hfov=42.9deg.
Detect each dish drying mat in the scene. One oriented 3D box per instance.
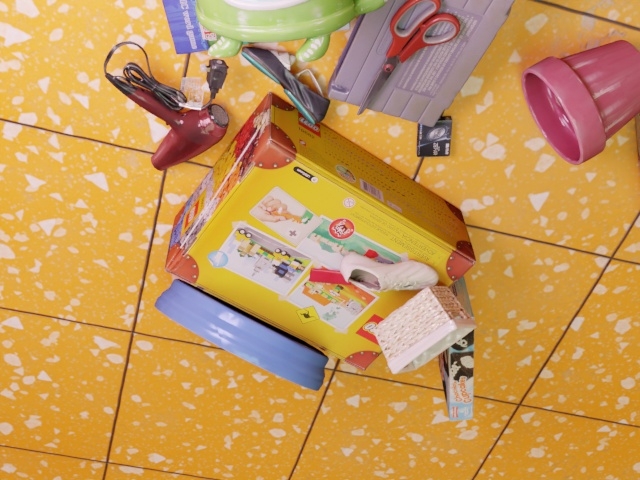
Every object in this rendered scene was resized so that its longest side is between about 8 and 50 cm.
[{"bbox_3d":[0.020,0.070,1.589,0.083,0.008,0.032,6,125,-5],"label":"dish drying mat"}]

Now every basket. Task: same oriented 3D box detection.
[{"bbox_3d":[0.199,0.172,1.588,0.167,0.103,0.113,-41,157,24],"label":"basket"}]

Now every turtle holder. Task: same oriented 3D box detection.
[{"bbox_3d":[-0.043,-0.411,1.222,0.320,0.243,0.227,17,133,25],"label":"turtle holder"}]

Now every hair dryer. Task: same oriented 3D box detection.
[{"bbox_3d":[-0.283,-0.247,1.538,0.224,0.080,0.293,10,135,-1],"label":"hair dryer"}]

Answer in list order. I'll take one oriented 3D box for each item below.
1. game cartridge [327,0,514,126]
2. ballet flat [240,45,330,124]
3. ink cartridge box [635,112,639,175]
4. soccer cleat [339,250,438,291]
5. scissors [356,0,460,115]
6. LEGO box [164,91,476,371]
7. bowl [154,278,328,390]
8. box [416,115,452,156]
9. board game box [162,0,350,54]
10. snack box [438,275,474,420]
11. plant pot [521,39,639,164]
[{"bbox_3d":[0.174,-0.354,1.430,0.230,0.068,0.355,11,145,-15],"label":"game cartridge"},{"bbox_3d":[-0.057,-0.305,1.519,0.074,0.074,0.203,-38,113,24],"label":"ballet flat"},{"bbox_3d":[0.750,-0.153,1.614,0.207,0.117,0.283,-14,126,10],"label":"ink cartridge box"},{"bbox_3d":[0.132,0.072,1.551,0.196,0.076,0.068,10,125,-10],"label":"soccer cleat"},{"bbox_3d":[0.120,-0.321,1.423,0.109,0.021,0.297,24,143,-28],"label":"scissors"},{"bbox_3d":[0.000,0.000,1.662,0.500,0.193,0.372,30,120,-22],"label":"LEGO box"},{"bbox_3d":[-0.157,0.194,1.718,0.391,0.391,0.077,30,85,-21],"label":"bowl"},{"bbox_3d":[0.226,-0.206,1.622,0.067,0.018,0.083,-1,127,0],"label":"box"},{"bbox_3d":[-0.125,-0.491,1.372,0.318,0.066,0.318,-8,127,5],"label":"board game box"},{"bbox_3d":[0.305,0.232,1.847,0.060,0.187,0.321,-5,126,3],"label":"snack box"},{"bbox_3d":[0.498,-0.266,1.489,0.180,0.201,0.201,-29,123,1],"label":"plant pot"}]
